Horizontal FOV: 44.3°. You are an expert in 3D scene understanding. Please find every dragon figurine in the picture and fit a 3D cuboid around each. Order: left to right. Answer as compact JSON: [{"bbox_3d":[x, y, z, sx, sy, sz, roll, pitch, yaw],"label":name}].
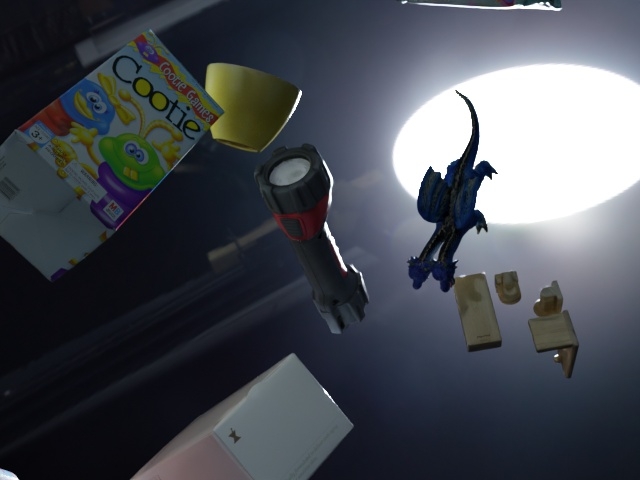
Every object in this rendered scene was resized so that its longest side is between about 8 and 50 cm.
[{"bbox_3d":[0.195,-0.065,1.144,0.085,0.289,0.144,16,-160,24],"label":"dragon figurine"}]

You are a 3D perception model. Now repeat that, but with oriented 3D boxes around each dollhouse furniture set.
[{"bbox_3d":[0.291,0.133,1.195,0.151,0.123,0.144,-11,-123,6],"label":"dollhouse furniture set"}]

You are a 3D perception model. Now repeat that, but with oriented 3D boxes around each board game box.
[{"bbox_3d":[-0.256,-0.107,0.928,0.144,0.142,0.275,-31,-161,37],"label":"board game box"}]

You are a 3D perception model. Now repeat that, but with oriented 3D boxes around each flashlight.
[{"bbox_3d":[0.000,0.000,1.156,0.103,0.304,0.103,-28,-136,-3],"label":"flashlight"}]

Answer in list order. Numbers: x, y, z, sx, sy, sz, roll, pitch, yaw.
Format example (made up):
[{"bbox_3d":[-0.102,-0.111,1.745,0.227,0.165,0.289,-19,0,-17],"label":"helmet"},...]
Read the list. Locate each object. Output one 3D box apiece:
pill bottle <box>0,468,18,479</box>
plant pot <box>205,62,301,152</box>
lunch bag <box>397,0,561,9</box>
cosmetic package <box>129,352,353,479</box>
[{"bbox_3d":[-0.613,0.462,1.451,0.087,0.160,0.087,-8,-119,15],"label":"pill bottle"},{"bbox_3d":[-0.103,-0.176,1.088,0.134,0.134,0.095,13,-92,38],"label":"plant pot"},{"bbox_3d":[0.228,-0.458,1.083,0.223,0.262,0.160,19,-155,38],"label":"lunch bag"},{"bbox_3d":[-0.140,0.342,1.248,0.197,0.155,0.365,-39,180,-41],"label":"cosmetic package"}]
